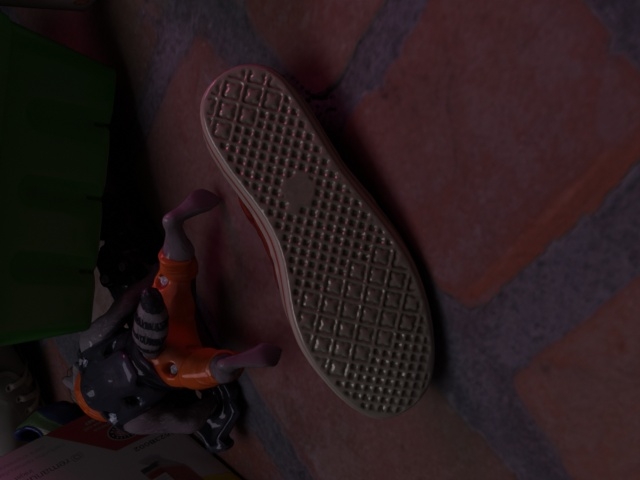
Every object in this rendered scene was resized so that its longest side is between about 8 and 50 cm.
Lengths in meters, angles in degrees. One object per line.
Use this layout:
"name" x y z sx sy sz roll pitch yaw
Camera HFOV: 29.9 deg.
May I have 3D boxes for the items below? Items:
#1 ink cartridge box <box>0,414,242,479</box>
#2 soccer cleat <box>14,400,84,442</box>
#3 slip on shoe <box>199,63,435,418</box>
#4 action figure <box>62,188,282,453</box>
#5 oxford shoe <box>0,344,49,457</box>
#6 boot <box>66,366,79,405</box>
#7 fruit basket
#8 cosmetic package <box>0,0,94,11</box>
"ink cartridge box" -0.217 0.379 1.415 0.384 0.279 0.160 31 132 40
"soccer cleat" -0.332 0.359 1.700 0.289 0.121 0.093 52 144 20
"slip on shoe" 0.000 0.000 1.048 0.331 0.123 0.101 60 179 -1
"action figure" -0.203 0.082 1.311 0.341 0.178 0.330 56 136 12
"oxford shoe" -0.487 0.236 1.839 0.169 0.130 0.449 -94 2 -66
"boot" -0.304 0.210 1.649 0.118 0.042 0.087 57 139 12
"fruit basket" -0.435 -0.064 1.281 0.283 0.392 0.392 3 112 59
"cosmetic package" -0.335 -0.277 1.197 0.099 0.239 0.060 -17 78 58
